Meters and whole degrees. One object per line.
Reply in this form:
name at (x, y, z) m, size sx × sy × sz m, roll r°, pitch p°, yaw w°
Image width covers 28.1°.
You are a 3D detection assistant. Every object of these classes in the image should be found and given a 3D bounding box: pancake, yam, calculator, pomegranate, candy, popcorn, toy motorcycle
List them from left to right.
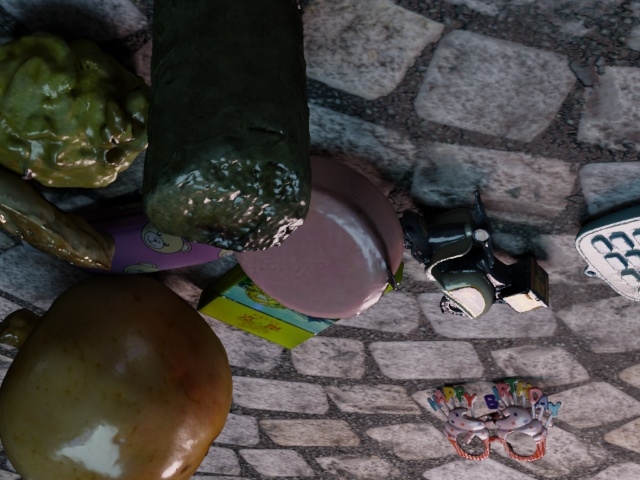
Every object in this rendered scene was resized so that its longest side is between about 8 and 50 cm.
pancake at (-0.444, -0.067, 1.732) m, size 0.387 × 0.082 × 0.387 m, roll 28°, pitch 179°, yaw 1°
popcorn at (-0.310, -0.149, 1.580) m, size 0.266 × 0.192 × 0.233 m, roll 7°, pitch 160°, yaw 38°
pomegranate at (-0.346, 0.236, 2.044) m, size 0.411 × 0.412 × 0.411 m, roll 7°, pitch 149°, yaw 4°
yam at (-0.103, -0.146, 1.441) m, size 0.195 × 0.300 × 0.195 m, roll -1°, pitch 153°, yaw -1°
candy at (0.000, 0.000, 1.770) m, size 0.255 × 0.094 × 0.255 m, roll 15°, pitch 133°, yaw 17°
toy motorcycle at (0.208, 0.025, 1.836) m, size 0.157 × 0.091 × 0.263 m, roll -18°, pitch 140°, yaw 30°
calculator at (0.539, 0.011, 1.754) m, size 0.386 × 0.054 × 0.256 m, roll -13°, pitch 143°, yaw 35°

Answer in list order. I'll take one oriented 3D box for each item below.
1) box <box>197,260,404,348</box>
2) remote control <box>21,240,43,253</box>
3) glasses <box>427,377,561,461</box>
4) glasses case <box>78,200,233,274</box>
box at (-0.039, 0.075, 2.026) m, size 0.187 × 0.047 × 0.335 m, roll 24°, pitch 147°, yaw -24°
remote control at (-0.389, 0.020, 2.047) m, size 0.184 × 0.027 × 0.050 m, roll 10°, pitch 147°, yaw 1°
glasses at (0.324, 0.309, 2.310) m, size 0.255 × 0.095 × 0.162 m, roll -8°, pitch 118°, yaw 29°
glasses case at (-0.258, -0.006, 1.919) m, size 0.316 × 0.076 × 0.123 m, roll -8°, pitch 145°, yaw 27°
